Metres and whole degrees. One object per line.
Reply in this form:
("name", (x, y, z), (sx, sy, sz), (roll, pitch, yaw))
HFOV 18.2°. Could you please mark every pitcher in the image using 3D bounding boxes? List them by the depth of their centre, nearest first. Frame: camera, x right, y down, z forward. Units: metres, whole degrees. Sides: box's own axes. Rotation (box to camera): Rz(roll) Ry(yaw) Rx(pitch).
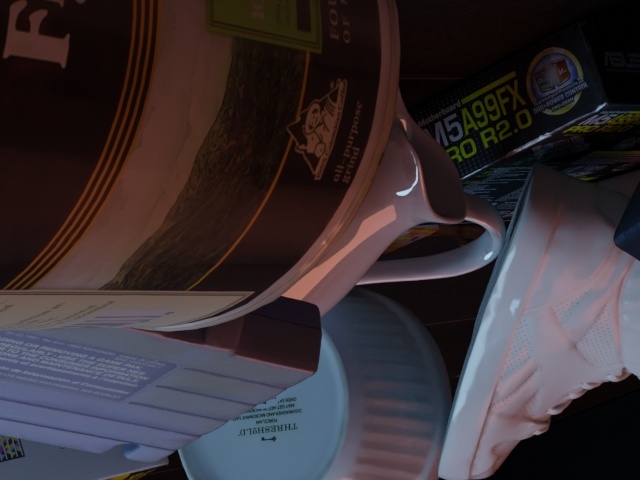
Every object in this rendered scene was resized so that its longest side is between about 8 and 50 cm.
("pitcher", (0.000, 0.000, 1.265), (0.207, 0.125, 0.178), (-27, 135, 20))

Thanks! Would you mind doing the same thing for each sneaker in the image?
("sneaker", (0.184, 0.086, 1.364), (0.169, 0.108, 0.292), (16, 137, 1))

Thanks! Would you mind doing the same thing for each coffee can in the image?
("coffee can", (-0.126, -0.068, 0.640), (0.201, 0.201, 0.275), (-24, 167, 27))

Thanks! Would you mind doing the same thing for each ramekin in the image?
("ramekin", (-0.015, 0.131, 1.506), (0.207, 0.207, 0.109), (-25, 158, 31))

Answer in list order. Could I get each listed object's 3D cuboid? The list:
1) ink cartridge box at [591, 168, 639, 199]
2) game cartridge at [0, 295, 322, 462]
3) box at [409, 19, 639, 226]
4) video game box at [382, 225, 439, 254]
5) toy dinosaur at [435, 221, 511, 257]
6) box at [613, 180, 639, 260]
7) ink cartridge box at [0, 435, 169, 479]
("ink cartridge box", (0.249, -0.003, 1.457), (0.143, 0.090, 0.092), (-16, 168, -6))
("game cartridge", (-0.203, 0.049, 1.159), (0.355, 0.068, 0.230), (14, 149, -28))
("box", (0.177, -0.076, 1.387), (0.216, 0.060, 0.270), (-28, 165, 38))
("video game box", (-0.040, 0.004, 1.472), (0.187, 0.048, 0.205), (-21, 168, 29))
("toy dinosaur", (0.152, -0.011, 1.632), (0.268, 0.064, 0.118), (-3, -173, 13))
("box", (0.426, -0.012, 1.152), (0.212, 0.395, 0.293), (-58, -176, -23))
("ink cartridge box", (-0.275, 0.196, 1.811), (0.272, 0.130, 0.309), (-11, 166, -34))
